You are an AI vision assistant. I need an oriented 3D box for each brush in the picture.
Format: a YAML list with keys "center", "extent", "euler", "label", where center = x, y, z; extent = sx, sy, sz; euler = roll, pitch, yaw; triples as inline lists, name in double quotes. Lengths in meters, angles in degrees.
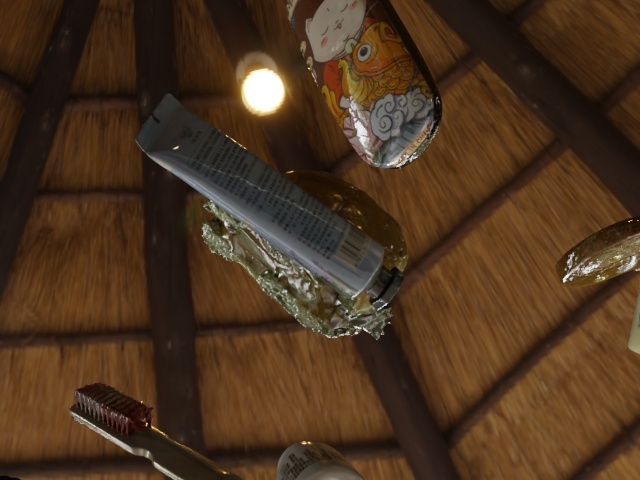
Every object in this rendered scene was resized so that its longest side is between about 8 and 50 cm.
- center: [-0.218, 0.255, 1.368]
  extent: [0.060, 0.321, 0.050]
  euler: [-12, -67, -45]
  label: "brush"

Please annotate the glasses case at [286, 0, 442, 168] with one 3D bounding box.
- center: [0.048, -0.229, 1.286]
  extent: [0.082, 0.321, 0.122]
  euler: [3, -39, -41]
  label: "glasses case"

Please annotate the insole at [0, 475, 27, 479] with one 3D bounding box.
- center: [-0.071, 0.173, 0.438]
  extent: [0.003, 0.080, 0.232]
  euler: [-22, -56, 30]
  label: "insole"

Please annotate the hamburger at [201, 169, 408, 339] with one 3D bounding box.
- center: [0.000, 0.000, 1.458]
  extent: [0.211, 0.308, 0.133]
  euler: [-29, -36, -43]
  label: "hamburger"

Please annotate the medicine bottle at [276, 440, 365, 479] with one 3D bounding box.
- center: [-0.002, 0.251, 1.066]
  extent: [0.079, 0.140, 0.079]
  euler: [-1, -88, -13]
  label: "medicine bottle"

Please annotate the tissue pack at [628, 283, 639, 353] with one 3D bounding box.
- center: [0.311, -0.101, 0.460]
  extent: [0.205, 0.332, 0.405]
  euler: [7, -85, -10]
  label: "tissue pack"

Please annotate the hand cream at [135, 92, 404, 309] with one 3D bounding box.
- center: [-0.042, -0.032, 0.945]
  extent: [0.271, 0.091, 0.058]
  euler: [36, -52, -11]
  label: "hand cream"

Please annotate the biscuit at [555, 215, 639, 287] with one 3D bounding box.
- center: [0.395, 0.002, 1.266]
  extent: [0.236, 0.039, 0.180]
  euler: [-19, -23, -6]
  label: "biscuit"
